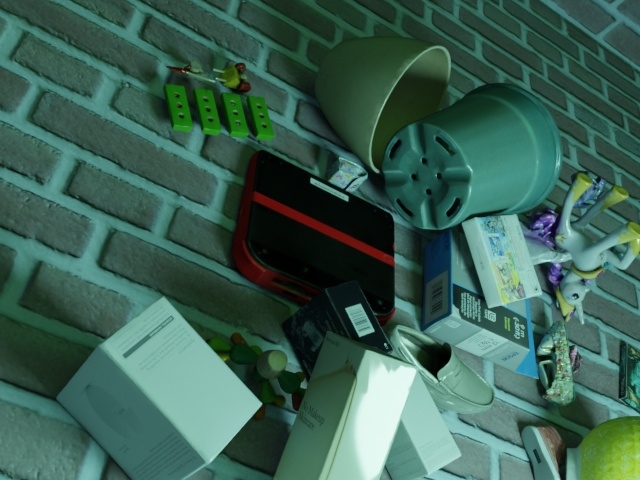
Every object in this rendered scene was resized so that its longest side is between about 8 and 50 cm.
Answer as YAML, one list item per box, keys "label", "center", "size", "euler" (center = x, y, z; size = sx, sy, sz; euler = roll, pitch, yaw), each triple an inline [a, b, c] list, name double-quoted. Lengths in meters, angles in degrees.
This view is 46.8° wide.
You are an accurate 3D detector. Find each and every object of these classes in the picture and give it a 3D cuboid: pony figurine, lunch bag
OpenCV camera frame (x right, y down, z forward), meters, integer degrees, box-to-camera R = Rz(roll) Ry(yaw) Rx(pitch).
- label: "pony figurine"
  center: [0.645, -0.002, 1.929]
  size: [0.303, 0.363, 0.351]
  euler: [-14, 54, -34]
- label: "lunch bag"
  center: [0.061, -0.147, 1.736]
  size: [0.083, 0.071, 0.053]
  euler: [20, 49, -26]

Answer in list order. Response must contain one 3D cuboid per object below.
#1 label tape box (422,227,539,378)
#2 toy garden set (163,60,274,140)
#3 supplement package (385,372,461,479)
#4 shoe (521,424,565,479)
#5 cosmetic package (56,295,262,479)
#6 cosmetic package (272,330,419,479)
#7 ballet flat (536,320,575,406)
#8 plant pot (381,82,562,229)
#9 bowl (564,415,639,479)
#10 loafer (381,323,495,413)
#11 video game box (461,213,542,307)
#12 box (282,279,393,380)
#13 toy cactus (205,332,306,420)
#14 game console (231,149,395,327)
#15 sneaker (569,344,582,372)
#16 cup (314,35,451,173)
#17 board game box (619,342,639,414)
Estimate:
- label: "label tape box"
  center: [0.411, 0.154, 1.764]
  size: [0.348, 0.115, 0.249]
  euler: [24, 49, -20]
- label: "toy garden set"
  center: [-0.239, -0.314, 1.646]
  size: [0.244, 0.049, 0.203]
  euler: [1, 62, -35]
- label: "supplement package"
  center: [0.170, 0.367, 1.440]
  size: [0.105, 0.105, 0.179]
  euler: [-13, 70, -41]
- label: "shoe"
  center: [0.514, 0.495, 1.639]
  size: [0.081, 0.063, 0.178]
  euler: [5, 54, -29]
- label: "cosmetic package"
  center: [-0.248, 0.244, 1.125]
  size: [0.224, 0.224, 0.138]
  euler: [48, 45, 1]
- label: "cosmetic package"
  center: [0.033, 0.323, 1.226]
  size: [0.113, 0.160, 0.309]
  euler: [21, 85, -23]
- label: "ballet flat"
  center: [0.572, 0.293, 1.815]
  size: [0.077, 0.091, 0.241]
  euler: [9, 47, -1]
- label: "plant pot"
  center: [0.346, -0.188, 1.779]
  size: [0.334, 0.341, 0.341]
  euler: [-21, 75, -42]
- label: "bowl"
  center: [0.614, 0.519, 1.609]
  size: [0.156, 0.289, 0.289]
  euler: [4, 45, 18]
- label: "loafer"
  center: [0.249, 0.272, 1.560]
  size: [0.319, 0.111, 0.112]
  euler: [28, 48, -18]
- label: "video game box"
  center: [0.420, 0.044, 1.704]
  size: [0.187, 0.048, 0.205]
  euler: [-4, 75, -48]
- label: "box"
  center: [0.030, 0.185, 1.421]
  size: [0.093, 0.158, 0.156]
  euler: [-12, 68, -44]
- label: "toy cactus"
  center: [-0.104, 0.228, 1.290]
  size: [0.219, 0.180, 0.112]
  euler: [41, 65, 0]
- label: "game console"
  center: [0.000, 0.000, 1.611]
  size: [0.387, 0.060, 0.342]
  euler: [25, 43, -22]
- label: "sneaker"
  center: [0.637, 0.319, 1.872]
  size: [0.057, 0.047, 0.119]
  euler: [52, 45, -11]
- label: "cup"
  center: [0.128, -0.363, 1.798]
  size: [0.237, 0.331, 0.331]
  euler: [34, 40, 23]
- label: "board game box"
  center: [0.864, 0.384, 2.005]
  size: [0.126, 0.026, 0.186]
  euler: [35, 46, -13]
